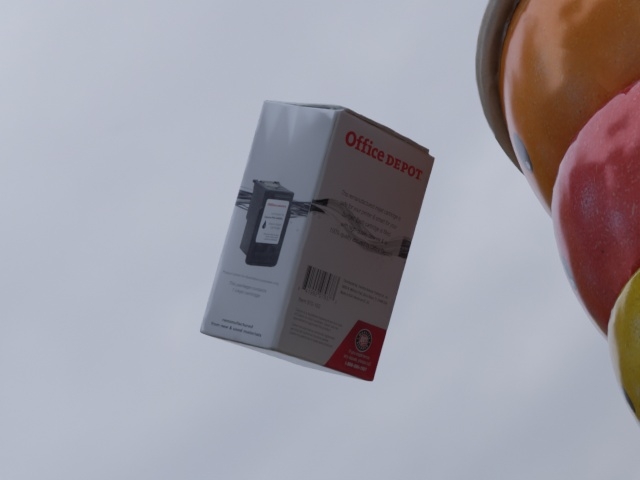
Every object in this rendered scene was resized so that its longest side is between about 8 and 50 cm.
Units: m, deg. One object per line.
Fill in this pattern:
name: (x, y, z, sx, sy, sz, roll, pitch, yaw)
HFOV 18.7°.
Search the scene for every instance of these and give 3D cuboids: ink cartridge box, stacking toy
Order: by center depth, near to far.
stacking toy: (0.263, 0.028, 1.102, 0.350, 0.351, 0.479, 110, 168, -47)
ink cartridge box: (0.000, 0.000, 1.185, 0.109, 0.063, 0.150, 23, -100, -52)
